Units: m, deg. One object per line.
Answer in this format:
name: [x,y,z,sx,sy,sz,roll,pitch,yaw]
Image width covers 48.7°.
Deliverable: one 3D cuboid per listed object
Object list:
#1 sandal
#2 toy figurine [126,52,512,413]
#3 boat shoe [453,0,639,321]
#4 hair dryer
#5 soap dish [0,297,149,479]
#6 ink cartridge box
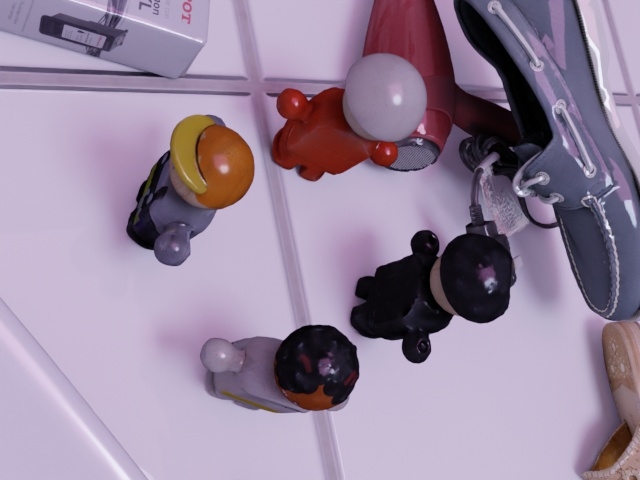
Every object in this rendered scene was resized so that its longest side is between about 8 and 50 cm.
sandal: [0.272,0.194,0.640,0.079,0.088,0.240,-7,71,-1]
toy figurine: [0.000,0.000,0.465,0.209,0.148,0.213,-24,90,-34]
boat shoe: [0.193,-0.075,0.591,0.099,0.116,0.320,-18,96,-8]
hair dryer: [0.117,-0.110,0.631,0.223,0.080,0.294,-37,103,-49]
soap dish: [-0.163,0.160,0.285,0.291,0.118,0.229,53,16,-8]
ink cartridge box: [-0.150,-0.186,0.474,0.150,0.063,0.109,10,71,-29]
